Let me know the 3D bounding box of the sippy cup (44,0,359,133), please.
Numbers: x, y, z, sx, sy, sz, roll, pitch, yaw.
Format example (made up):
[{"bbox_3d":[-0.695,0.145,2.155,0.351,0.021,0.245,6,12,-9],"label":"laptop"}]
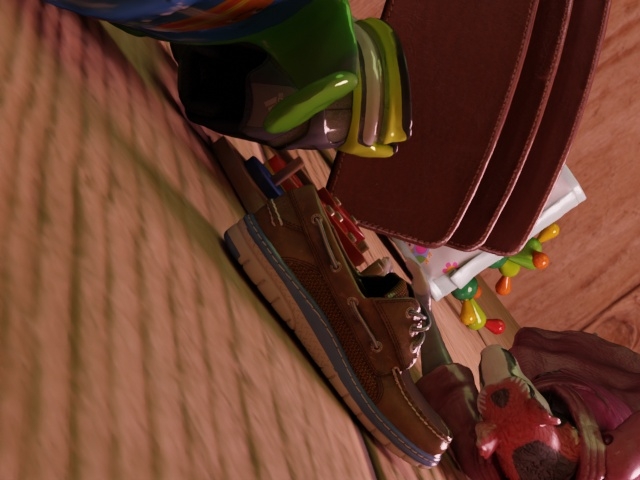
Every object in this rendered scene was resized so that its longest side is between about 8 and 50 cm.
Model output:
[{"bbox_3d":[-0.091,-0.217,0.946,0.305,0.240,0.224,23,15,6],"label":"sippy cup"}]

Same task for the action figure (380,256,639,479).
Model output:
[{"bbox_3d":[0.172,0.153,1.241,0.370,0.248,0.275,4,91,-66],"label":"action figure"}]

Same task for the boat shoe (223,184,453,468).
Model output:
[{"bbox_3d":[0.026,0.049,0.938,0.183,0.066,0.066,51,6,-17],"label":"boat shoe"}]

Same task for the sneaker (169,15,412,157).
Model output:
[{"bbox_3d":[-0.052,-0.130,1.174,0.300,0.121,0.111,28,-61,60],"label":"sneaker"}]

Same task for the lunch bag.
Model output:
[{"bbox_3d":[0.161,-0.076,1.960,0.262,0.223,0.160,58,2,34],"label":"lunch bag"}]

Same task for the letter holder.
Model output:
[{"bbox_3d":[0.146,-0.141,1.543,0.214,0.301,0.152,18,7,0],"label":"letter holder"}]

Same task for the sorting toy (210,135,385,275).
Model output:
[{"bbox_3d":[0.000,0.000,1.134,0.132,0.046,0.274,47,9,-44],"label":"sorting toy"}]

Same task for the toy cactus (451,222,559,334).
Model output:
[{"bbox_3d":[0.199,0.023,2.138,0.181,0.219,0.112,10,38,-12],"label":"toy cactus"}]
